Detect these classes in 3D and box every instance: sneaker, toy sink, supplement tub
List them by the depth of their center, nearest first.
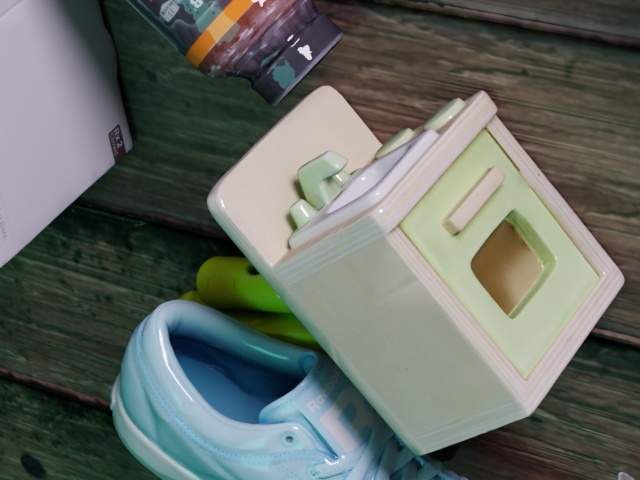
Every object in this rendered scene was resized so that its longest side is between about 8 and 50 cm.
[{"bbox_3d":[-0.077,-0.182,1.231,0.198,0.106,0.106,43,140,-3],"label":"supplement tub"},{"bbox_3d":[0.068,-0.001,1.239,0.234,0.153,0.131,51,139,-9],"label":"toy sink"},{"bbox_3d":[0.007,0.164,1.356,0.366,0.135,0.150,25,144,7],"label":"sneaker"}]

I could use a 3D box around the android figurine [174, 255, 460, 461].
[{"bbox_3d":[-0.026,0.113,1.474,0.273,0.056,0.248,2,133,35],"label":"android figurine"}]

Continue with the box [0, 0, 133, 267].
[{"bbox_3d":[-0.250,-0.108,1.375,0.119,0.182,0.181,15,133,29],"label":"box"}]

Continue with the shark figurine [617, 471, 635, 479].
[{"bbox_3d":[0.346,0.251,1.309,0.278,0.166,0.116,34,117,37],"label":"shark figurine"}]
